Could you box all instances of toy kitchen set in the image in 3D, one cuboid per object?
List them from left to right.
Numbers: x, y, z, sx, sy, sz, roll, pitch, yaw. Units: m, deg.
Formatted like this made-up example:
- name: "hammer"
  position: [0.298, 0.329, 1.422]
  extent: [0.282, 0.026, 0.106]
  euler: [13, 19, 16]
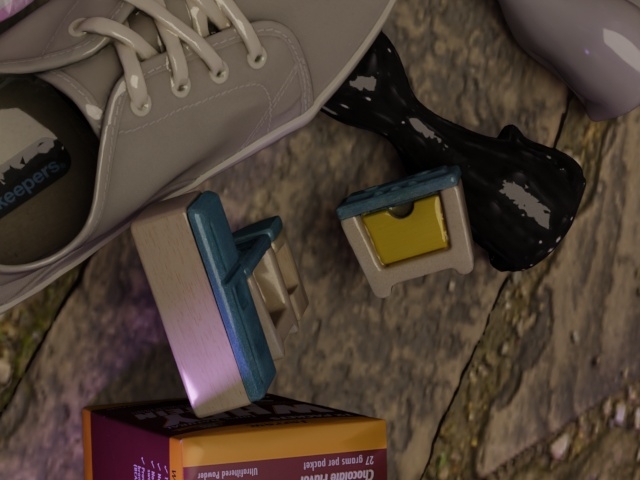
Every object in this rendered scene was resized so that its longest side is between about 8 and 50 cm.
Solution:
- name: "toy kitchen set"
  position: [0.000, 0.000, 1.185]
  extent: [0.166, 0.207, 0.122]
  euler: [-16, 102, 12]

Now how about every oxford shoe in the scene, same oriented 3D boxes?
- name: "oxford shoe"
  position: [-0.099, -0.113, 1.182]
  extent: [0.449, 0.130, 0.169]
  euler: [-40, 84, -17]

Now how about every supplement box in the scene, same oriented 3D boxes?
- name: "supplement box"
  position: [-0.054, 0.198, 1.189]
  extent: [0.129, 0.194, 0.191]
  euler: [-3, 92, -23]

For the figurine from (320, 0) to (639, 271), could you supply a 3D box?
- name: "figurine"
  position: [0.111, -0.124, 1.318]
  extent: [0.209, 0.092, 0.215]
  euler: [38, 76, -15]

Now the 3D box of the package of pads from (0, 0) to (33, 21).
- name: "package of pads"
  position: [-0.195, -0.155, 1.182]
  extent: [0.050, 0.083, 0.032]
  euler: [-35, 107, -15]
